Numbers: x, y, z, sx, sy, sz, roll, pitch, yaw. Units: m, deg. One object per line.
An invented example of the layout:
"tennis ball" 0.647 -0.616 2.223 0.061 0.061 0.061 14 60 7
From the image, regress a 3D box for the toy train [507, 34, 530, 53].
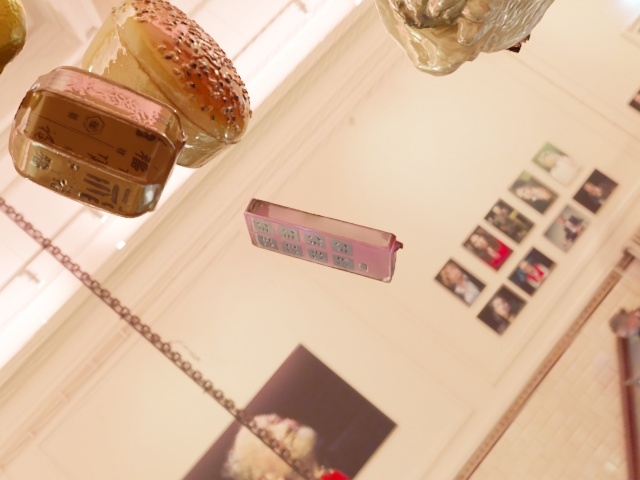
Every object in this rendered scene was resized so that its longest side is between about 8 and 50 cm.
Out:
"toy train" 0.257 -0.393 1.408 0.085 0.250 0.053 27 -104 -83

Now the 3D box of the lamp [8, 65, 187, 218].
"lamp" -0.265 -0.115 0.936 0.161 0.185 0.161 -157 90 -81

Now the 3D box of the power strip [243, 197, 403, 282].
"power strip" 0.000 0.000 1.299 0.109 0.279 0.037 82 -153 -56

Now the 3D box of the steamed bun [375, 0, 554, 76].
"steamed bun" 0.208 -0.407 1.048 0.352 0.247 0.339 -39 -13 -21

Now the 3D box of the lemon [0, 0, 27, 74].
"lemon" -0.378 -0.238 0.851 0.109 0.133 0.109 -16 9 2

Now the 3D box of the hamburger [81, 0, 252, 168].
"hamburger" -0.236 -0.258 1.245 0.176 0.300 0.300 -40 -11 11
